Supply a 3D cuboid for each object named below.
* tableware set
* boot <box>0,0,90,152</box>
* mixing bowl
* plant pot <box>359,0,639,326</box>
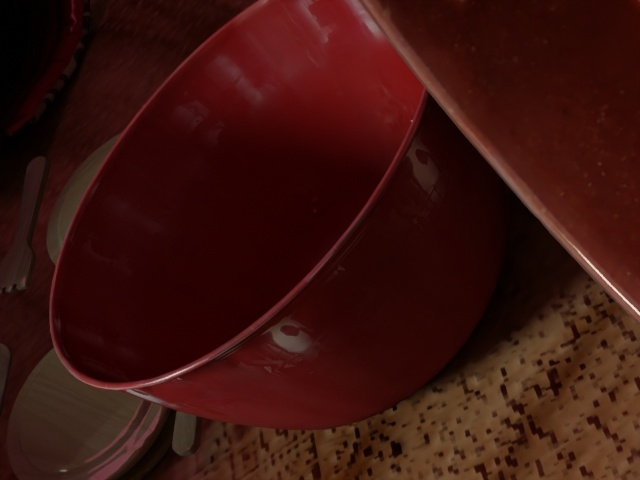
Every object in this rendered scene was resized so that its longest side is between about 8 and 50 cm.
[{"bbox_3d":[-0.086,0.032,0.740,0.128,0.039,0.194,-15,49,26],"label":"tableware set"},{"bbox_3d":[-0.317,-0.048,0.972,0.284,0.138,0.377,-18,19,37],"label":"boot"},{"bbox_3d":[0.000,0.000,0.604,0.181,0.098,0.181,-33,34,26],"label":"mixing bowl"},{"bbox_3d":[0.161,-0.110,0.386,0.265,0.272,0.272,-40,31,-4],"label":"plant pot"}]
